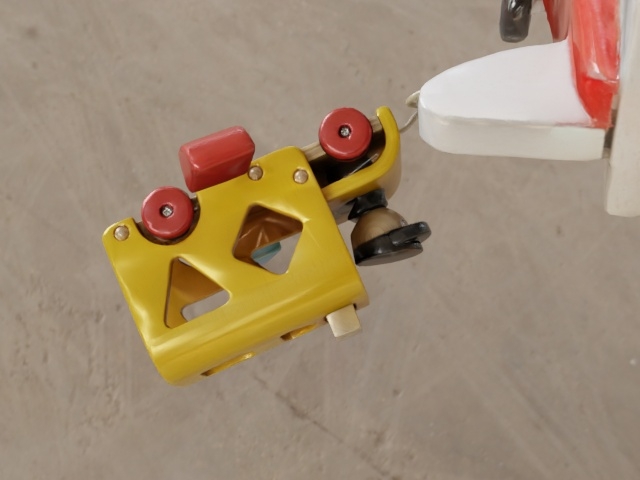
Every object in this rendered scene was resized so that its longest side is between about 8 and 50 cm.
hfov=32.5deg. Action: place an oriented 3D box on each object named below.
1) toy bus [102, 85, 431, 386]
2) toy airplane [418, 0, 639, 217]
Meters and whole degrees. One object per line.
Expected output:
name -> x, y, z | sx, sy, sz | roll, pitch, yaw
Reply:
toy bus -> -0.011, 0.006, 0.592 | 0.191, 0.202, 0.104 | -15, 77, -43
toy airplane -> 0.165, -0.191, 0.575 | 0.386, 0.272, 0.384 | -16, 31, -29
